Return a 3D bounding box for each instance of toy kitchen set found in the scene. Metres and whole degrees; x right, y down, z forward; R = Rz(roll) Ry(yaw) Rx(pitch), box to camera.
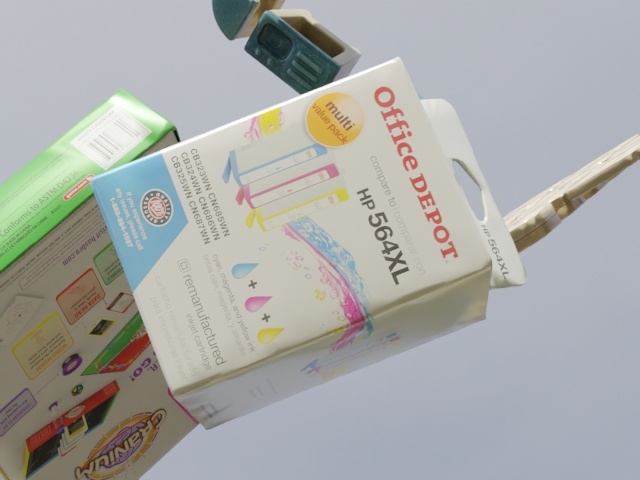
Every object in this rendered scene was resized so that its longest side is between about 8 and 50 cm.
[{"bbox_3d":[0.015,-0.192,1.291,0.207,0.122,0.166,39,-65,13],"label":"toy kitchen set"}]

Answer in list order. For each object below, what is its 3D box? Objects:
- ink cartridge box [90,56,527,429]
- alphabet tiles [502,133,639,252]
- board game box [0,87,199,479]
[{"bbox_3d":[0.000,0.000,0.615,0.143,0.090,0.092,-23,-105,-2],"label":"ink cartridge box"},{"bbox_3d":[0.163,-0.014,1.251,0.278,0.284,0.021,-33,-90,31],"label":"alphabet tiles"},{"bbox_3d":[-0.178,0.072,1.212,0.242,0.064,0.316,-42,-34,-19],"label":"board game box"}]
